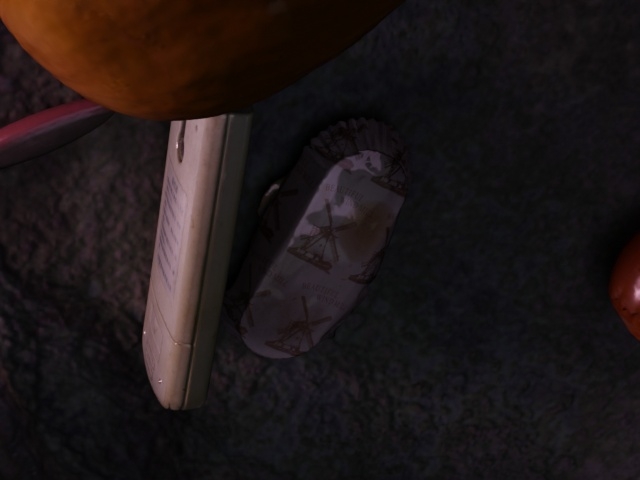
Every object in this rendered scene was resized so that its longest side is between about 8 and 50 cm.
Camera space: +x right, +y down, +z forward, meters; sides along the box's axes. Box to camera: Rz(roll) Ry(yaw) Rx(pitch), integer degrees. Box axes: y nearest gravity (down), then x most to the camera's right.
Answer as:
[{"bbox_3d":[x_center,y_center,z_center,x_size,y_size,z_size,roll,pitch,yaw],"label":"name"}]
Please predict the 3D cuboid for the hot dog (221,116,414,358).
[{"bbox_3d":[0.000,0.000,0.861,0.099,0.053,0.192,18,111,-24],"label":"hot dog"}]

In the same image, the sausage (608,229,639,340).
[{"bbox_3d":[0.345,-0.046,0.890,0.330,0.102,0.102,-43,120,12],"label":"sausage"}]

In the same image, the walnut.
[{"bbox_3d":[-0.037,-0.187,0.665,0.298,0.203,0.203,-28,122,0],"label":"walnut"}]

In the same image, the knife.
[{"bbox_3d":[-0.245,-0.038,0.801,0.247,0.018,0.035,-24,126,4],"label":"knife"}]

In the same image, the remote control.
[{"bbox_3d":[-0.084,-0.002,0.810,0.038,0.098,0.233,-1,120,-20],"label":"remote control"}]
